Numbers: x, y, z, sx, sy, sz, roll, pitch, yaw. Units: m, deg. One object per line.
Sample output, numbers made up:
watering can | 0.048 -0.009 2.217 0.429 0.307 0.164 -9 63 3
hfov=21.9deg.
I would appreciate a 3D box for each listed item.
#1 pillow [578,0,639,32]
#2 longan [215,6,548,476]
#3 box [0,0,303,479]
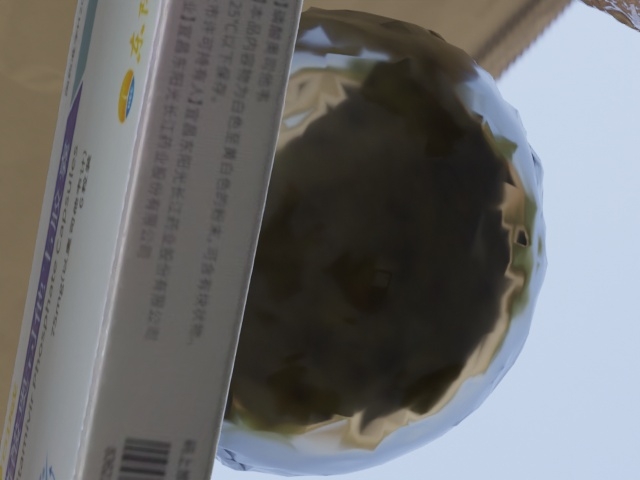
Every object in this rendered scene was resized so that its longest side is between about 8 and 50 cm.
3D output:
pillow | 0.165 -0.209 1.181 0.232 0.126 0.043 30 -90 13
longan | 0.000 0.000 1.377 0.391 0.391 0.391 -7 -74 -26
box | -0.090 0.012 0.785 0.065 0.200 0.343 9 -84 -19
